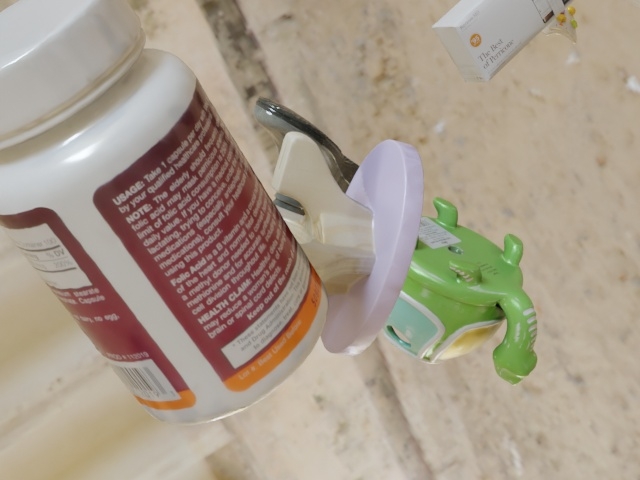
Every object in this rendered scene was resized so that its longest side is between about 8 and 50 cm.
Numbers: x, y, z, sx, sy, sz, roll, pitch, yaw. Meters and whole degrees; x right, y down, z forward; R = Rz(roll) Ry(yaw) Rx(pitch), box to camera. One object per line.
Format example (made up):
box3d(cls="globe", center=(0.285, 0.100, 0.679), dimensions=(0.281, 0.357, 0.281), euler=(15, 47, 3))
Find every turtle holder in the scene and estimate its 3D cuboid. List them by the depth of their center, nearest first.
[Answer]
box3d(cls="turtle holder", center=(0.233, 0.095, 2.005), dimensions=(0.320, 0.227, 0.243), euler=(21, -153, 5))

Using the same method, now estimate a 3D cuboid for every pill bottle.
box3d(cls="pill bottle", center=(-0.173, -0.035, 1.093), dimensions=(0.392, 0.224, 0.224), euler=(59, 172, -29))

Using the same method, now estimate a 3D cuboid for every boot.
box3d(cls="boot", center=(-0.040, -0.072, 1.557), dimensions=(0.083, 0.161, 0.246), euler=(39, 180, 42))

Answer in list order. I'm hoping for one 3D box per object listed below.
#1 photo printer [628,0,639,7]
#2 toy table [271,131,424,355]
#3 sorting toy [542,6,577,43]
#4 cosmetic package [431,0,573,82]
box3d(cls="photo printer", center=(0.369, -0.337, 1.103), dimensions=(0.107, 0.256, 0.307), euler=(47, -165, 14))
box3d(cls="toy table", center=(0.000, 0.000, 1.414), dimensions=(0.252, 0.161, 0.274), euler=(22, 100, 65))
box3d(cls="sorting toy", center=(0.355, -0.321, 1.751), dimensions=(0.075, 0.083, 0.045), euler=(-89, 18, -51))
box3d(cls="cosmetic package", center=(0.271, -0.330, 1.617), dimensions=(0.099, 0.239, 0.060), euler=(52, 163, -22))
